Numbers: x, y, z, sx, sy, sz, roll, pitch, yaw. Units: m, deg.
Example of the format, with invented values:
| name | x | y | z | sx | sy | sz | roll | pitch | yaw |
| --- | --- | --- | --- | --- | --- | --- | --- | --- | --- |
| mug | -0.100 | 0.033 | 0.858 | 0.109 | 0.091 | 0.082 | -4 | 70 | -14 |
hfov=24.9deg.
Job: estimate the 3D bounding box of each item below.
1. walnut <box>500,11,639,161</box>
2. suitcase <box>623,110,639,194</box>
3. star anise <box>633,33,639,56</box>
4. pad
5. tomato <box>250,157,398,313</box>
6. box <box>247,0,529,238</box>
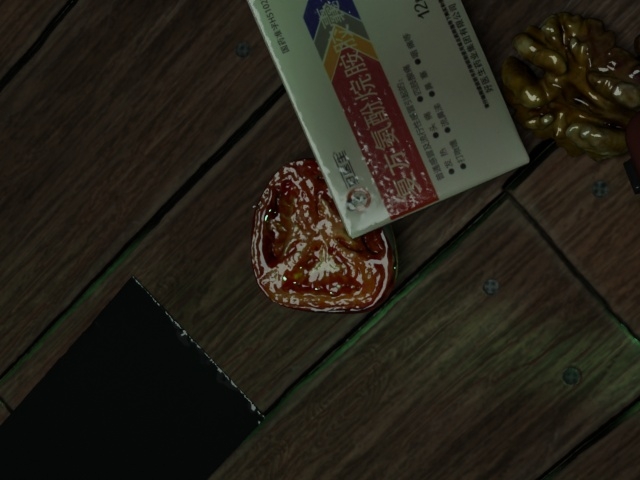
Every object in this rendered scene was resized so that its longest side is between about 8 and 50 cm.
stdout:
| name | x | y | z | sx | sy | sz | roll | pitch | yaw |
| --- | --- | --- | --- | --- | --- | --- | --- | --- | --- |
| walnut | 0.269 | -0.163 | 1.538 | 0.170 | 0.069 | 0.143 | 32 | 115 | 16 |
| suitcase | 0.446 | -0.024 | 1.401 | 0.236 | 0.161 | 0.297 | -26 | 64 | 19 |
| star anise | 0.378 | -0.237 | 1.451 | 0.111 | 0.196 | 0.212 | -49 | 116 | -14 |
| pad | -0.266 | 0.254 | 1.836 | 0.247 | 0.007 | 0.367 | 46 | 110 | 9 |
| tomato | 0.007 | -0.006 | 1.652 | 0.166 | 0.082 | 0.174 | 2 | 91 | 3 |
| box | 0.061 | -0.203 | 1.578 | 0.214 | 0.069 | 0.353 | -24 | 88 | 2 |
